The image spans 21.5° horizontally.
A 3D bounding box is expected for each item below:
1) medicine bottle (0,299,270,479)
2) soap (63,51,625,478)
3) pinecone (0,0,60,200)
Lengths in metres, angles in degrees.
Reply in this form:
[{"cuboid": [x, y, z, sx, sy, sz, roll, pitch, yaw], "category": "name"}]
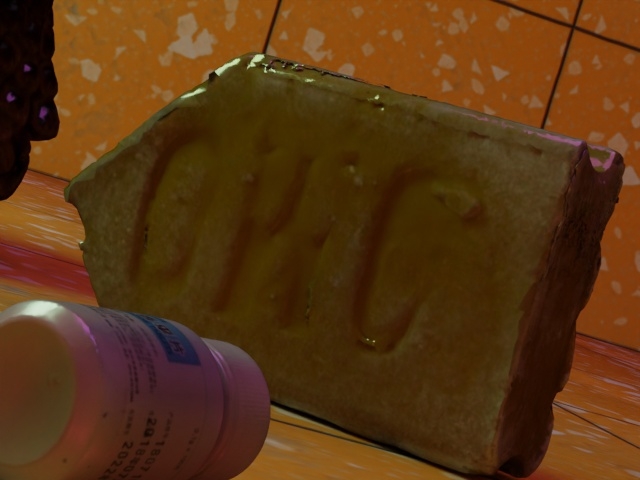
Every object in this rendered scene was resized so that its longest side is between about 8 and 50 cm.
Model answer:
[{"cuboid": [-0.056, 0.047, 0.482, 0.052, 0.052, 0.089, 18, 2, 34], "category": "medicine bottle"}, {"cuboid": [0.000, 0.000, 0.812, 0.257, 0.160, 0.080, 17, 3, 27], "category": "soap"}, {"cuboid": [-0.297, -0.156, 1.075, 0.242, 0.298, 0.296, -9, -2, -35], "category": "pinecone"}]
